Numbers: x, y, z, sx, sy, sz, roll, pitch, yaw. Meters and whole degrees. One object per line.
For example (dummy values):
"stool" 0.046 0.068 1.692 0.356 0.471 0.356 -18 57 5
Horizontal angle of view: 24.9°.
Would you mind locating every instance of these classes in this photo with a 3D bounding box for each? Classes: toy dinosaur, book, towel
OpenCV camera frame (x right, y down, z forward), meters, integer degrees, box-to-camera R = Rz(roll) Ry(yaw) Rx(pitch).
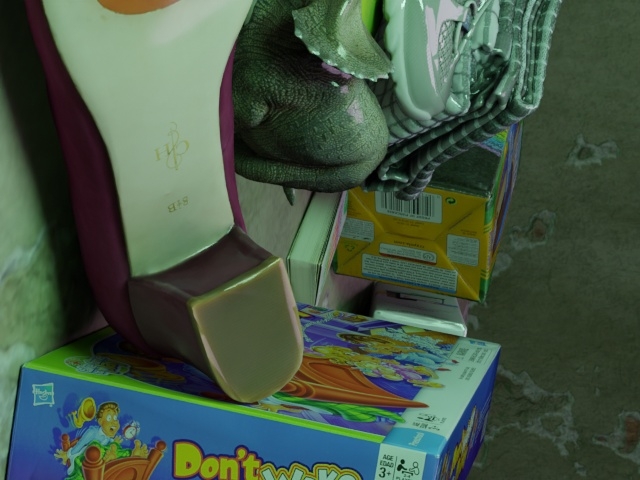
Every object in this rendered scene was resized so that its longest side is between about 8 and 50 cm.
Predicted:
"toy dinosaur" -0.018 -0.080 0.954 0.313 0.160 0.121 84 20 -54
"book" 0.000 0.000 1.467 0.096 0.035 0.144 94 11 -49
"towel" 0.113 -0.190 1.301 0.235 0.121 0.283 -26 -136 53

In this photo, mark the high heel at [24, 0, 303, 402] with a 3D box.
"high heel" -0.110 -0.098 0.766 0.127 0.181 0.377 -20 116 -26

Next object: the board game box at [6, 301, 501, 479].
"board game box" -0.020 0.108 0.933 0.347 0.233 0.078 -25 125 -77

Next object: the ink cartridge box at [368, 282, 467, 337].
"ink cartridge box" 0.106 0.172 1.830 0.278 0.117 0.201 -64 164 -84

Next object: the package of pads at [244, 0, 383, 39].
"package of pads" 0.016 -0.298 1.067 0.296 0.101 0.229 93 13 -47

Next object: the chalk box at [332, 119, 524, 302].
"chalk box" 0.132 -0.106 1.632 0.179 0.180 0.289 88 18 -48

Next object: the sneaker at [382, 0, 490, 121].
"sneaker" 0.119 -0.225 1.101 0.105 0.115 0.281 -5 109 -81
